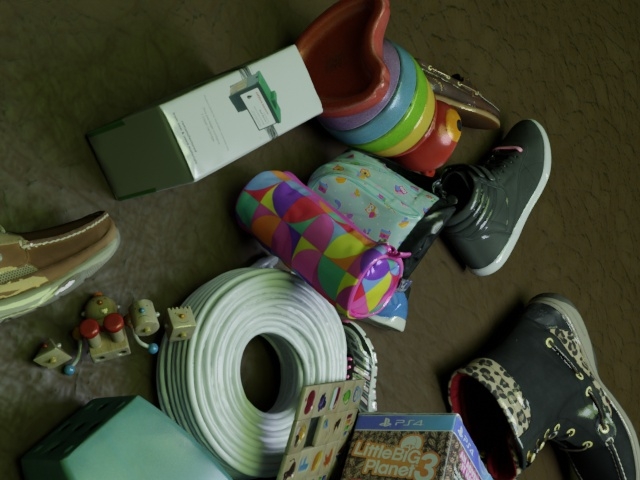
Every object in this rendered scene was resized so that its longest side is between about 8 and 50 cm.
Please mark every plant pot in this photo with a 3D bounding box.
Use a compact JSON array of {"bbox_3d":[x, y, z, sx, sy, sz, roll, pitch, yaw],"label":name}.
[{"bbox_3d":[-0.190,0.287,0.961,0.166,0.165,0.234,-42,107,-38],"label":"plant pot"}]

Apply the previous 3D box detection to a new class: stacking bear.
[{"bbox_3d":[0.096,-0.187,1.290,0.289,0.164,0.175,30,54,-48],"label":"stacking bear"}]

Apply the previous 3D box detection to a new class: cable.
[{"bbox_3d":[-0.075,0.161,1.127,0.257,0.089,0.257,-23,100,-42],"label":"cable"}]

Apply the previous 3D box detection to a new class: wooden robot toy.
[{"bbox_3d":[-0.228,0.083,1.006,0.173,0.076,0.079,-14,56,-13],"label":"wooden robot toy"}]

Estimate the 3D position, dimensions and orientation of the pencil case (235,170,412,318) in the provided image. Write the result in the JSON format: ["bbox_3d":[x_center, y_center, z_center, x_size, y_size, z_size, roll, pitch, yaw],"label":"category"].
[{"bbox_3d":[0.000,0.000,1.122,0.104,0.236,0.104,-31,139,-31],"label":"pencil case"}]

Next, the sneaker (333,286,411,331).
[{"bbox_3d":[0.073,0.071,1.294,0.152,0.058,0.084,24,74,-42],"label":"sneaker"}]

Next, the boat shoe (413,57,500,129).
[{"bbox_3d":[0.212,-0.229,1.455,0.207,0.073,0.073,15,76,-40],"label":"boat shoe"}]

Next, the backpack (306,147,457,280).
[{"bbox_3d":[0.068,-0.040,1.227,0.182,0.152,0.115,36,28,7],"label":"backpack"}]

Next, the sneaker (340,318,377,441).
[{"bbox_3d":[0.033,0.193,1.238,0.075,0.063,0.170,-9,95,-49],"label":"sneaker"}]

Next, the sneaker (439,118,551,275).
[{"bbox_3d":[0.273,-0.105,1.470,0.147,0.104,0.296,43,62,-36],"label":"sneaker"}]

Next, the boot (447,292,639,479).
[{"bbox_3d":[0.360,0.301,1.471,0.284,0.138,0.377,-25,97,-43],"label":"boot"}]

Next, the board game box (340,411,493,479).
[{"bbox_3d":[0.116,0.400,1.161,0.232,0.141,0.291,60,37,-38],"label":"board game box"}]

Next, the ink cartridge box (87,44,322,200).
[{"bbox_3d":[-0.130,-0.137,1.072,0.219,0.160,0.092,-35,108,-41],"label":"ink cartridge box"}]

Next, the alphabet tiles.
[{"bbox_3d":[-0.012,0.284,1.116,0.198,0.009,0.237,15,92,-67],"label":"alphabet tiles"}]

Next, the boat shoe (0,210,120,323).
[{"bbox_3d":[-0.337,0.028,0.889,0.324,0.123,0.116,-30,102,-42],"label":"boat shoe"}]
